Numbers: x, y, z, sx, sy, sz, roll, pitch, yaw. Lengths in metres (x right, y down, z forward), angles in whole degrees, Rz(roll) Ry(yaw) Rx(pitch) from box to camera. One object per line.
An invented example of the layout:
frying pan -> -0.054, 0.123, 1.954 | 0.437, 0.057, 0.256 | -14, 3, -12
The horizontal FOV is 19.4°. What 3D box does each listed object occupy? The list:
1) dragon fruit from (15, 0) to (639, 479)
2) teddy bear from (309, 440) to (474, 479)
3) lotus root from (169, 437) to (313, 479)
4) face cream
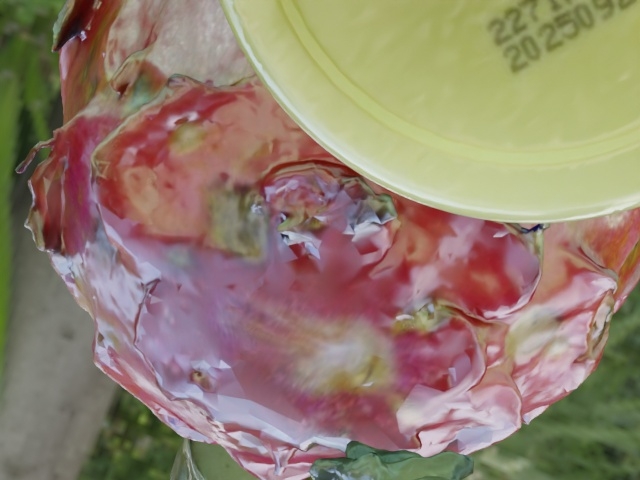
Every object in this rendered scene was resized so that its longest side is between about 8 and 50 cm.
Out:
dragon fruit -> 0.000, 0.000, 1.080 | 0.386, 0.371, 0.249 | 22, -132, -3
teddy bear -> 0.018, 0.260, 0.693 | 0.224, 0.368, 0.357 | -5, 171, -34
lotus root -> -0.047, 0.235, 1.385 | 0.149, 0.267, 0.260 | -16, 163, -23
face cream -> 0.083, -0.131, 0.667 | 0.218, 0.218, 0.179 | 22, -160, 7
